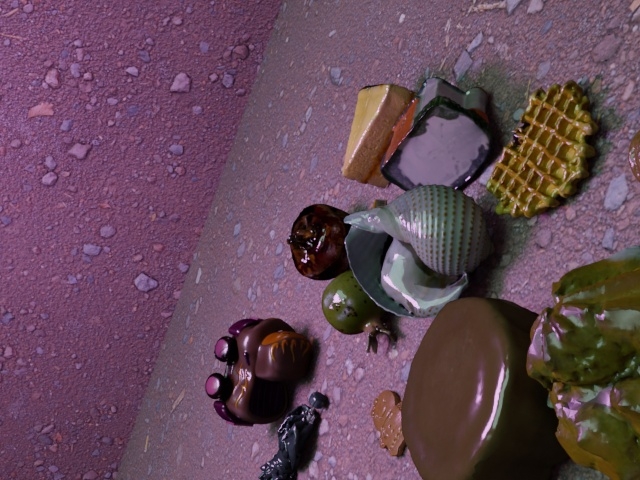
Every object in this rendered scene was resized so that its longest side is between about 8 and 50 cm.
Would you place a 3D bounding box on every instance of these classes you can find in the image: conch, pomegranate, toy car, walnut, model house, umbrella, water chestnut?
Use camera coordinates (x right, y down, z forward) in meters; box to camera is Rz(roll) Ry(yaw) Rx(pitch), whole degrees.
[{"bbox_3d":[0.231,0.015,1.872,0.319,0.215,0.302,17,107,35],"label":"conch"},{"bbox_3d":[0.105,0.184,2.119,0.181,0.182,0.224,-54,53,36],"label":"pomegranate"},{"bbox_3d":[-0.163,0.400,2.467,0.240,0.271,0.340,6,84,44],"label":"toy car"},{"bbox_3d":[0.581,-0.147,1.405,0.105,0.105,0.124,27,101,64],"label":"walnut"},{"bbox_3d":[0.299,-0.289,2.024,0.271,0.190,0.300,-53,17,44],"label":"model house"},{"bbox_3d":[-0.085,0.577,2.346,0.348,0.094,0.143,-63,32,17],"label":"umbrella"},{"bbox_3d":[0.000,0.000,2.360,0.224,0.238,0.223,-25,57,45],"label":"water chestnut"}]

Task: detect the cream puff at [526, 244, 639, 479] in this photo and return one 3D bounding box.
[{"bbox_3d":[0.466,0.189,1.243,0.378,0.276,0.378,-36,46,49],"label":"cream puff"}]

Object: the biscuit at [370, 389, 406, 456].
[{"bbox_3d":[0.171,0.432,1.986,0.133,0.027,0.184,-59,29,31],"label":"biscuit"}]

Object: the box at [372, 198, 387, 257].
[{"bbox_3d":[0.146,-0.006,2.098,0.269,0.044,0.152,-63,-25,-75],"label":"box"}]

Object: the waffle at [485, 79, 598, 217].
[{"bbox_3d":[0.462,-0.185,1.715,0.309,0.065,0.283,-28,53,53],"label":"waffle"}]

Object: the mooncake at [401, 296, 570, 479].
[{"bbox_3d":[0.323,0.300,1.571,0.378,0.201,0.378,-50,30,44],"label":"mooncake"}]

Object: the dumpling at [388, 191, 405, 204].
[{"bbox_3d":[0.212,-0.049,2.053,0.127,0.108,0.188,52,159,11],"label":"dumpling"}]

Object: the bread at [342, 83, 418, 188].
[{"bbox_3d":[0.184,-0.278,2.224,0.163,0.168,0.263,9,87,64],"label":"bread"}]
